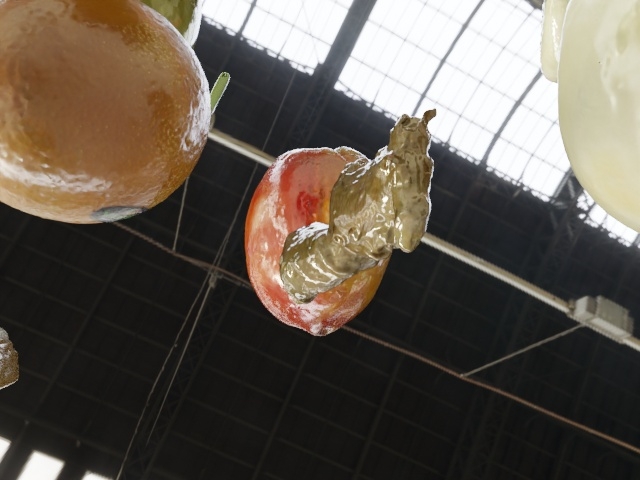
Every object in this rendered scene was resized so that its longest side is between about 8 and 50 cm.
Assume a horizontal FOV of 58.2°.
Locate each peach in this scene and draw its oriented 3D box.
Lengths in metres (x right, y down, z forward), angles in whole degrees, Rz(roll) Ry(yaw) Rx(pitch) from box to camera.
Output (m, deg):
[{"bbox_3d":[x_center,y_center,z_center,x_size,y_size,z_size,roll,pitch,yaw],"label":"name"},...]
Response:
[{"bbox_3d":[-0.002,0.000,1.136,0.289,0.372,0.373,-4,-115,-45],"label":"peach"}]

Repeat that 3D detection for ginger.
[{"bbox_3d":[0.018,-0.011,0.526,0.084,0.290,0.122,5,-110,-20],"label":"ginger"}]

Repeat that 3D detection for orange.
[{"bbox_3d":[-0.192,-0.107,0.465,0.206,0.206,0.206,8,-117,-16],"label":"orange"}]

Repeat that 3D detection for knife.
[{"bbox_3d":[-0.193,-0.244,1.020,0.022,0.026,0.184,17,-129,-4],"label":"knife"}]

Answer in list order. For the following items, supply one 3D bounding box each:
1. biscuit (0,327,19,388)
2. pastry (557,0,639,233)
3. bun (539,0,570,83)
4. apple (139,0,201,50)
[{"bbox_3d":[-0.238,0.064,0.247,0.180,0.208,0.049,-10,-92,3],"label":"biscuit"},{"bbox_3d":[0.276,-0.120,0.406,0.264,0.133,0.265,-10,-73,-32],"label":"pastry"},{"bbox_3d":[0.394,-0.343,0.841,0.116,0.210,0.237,14,-88,27],"label":"bun"},{"bbox_3d":[-0.274,-0.287,0.694,0.262,0.262,0.263,8,-117,-16],"label":"apple"}]
